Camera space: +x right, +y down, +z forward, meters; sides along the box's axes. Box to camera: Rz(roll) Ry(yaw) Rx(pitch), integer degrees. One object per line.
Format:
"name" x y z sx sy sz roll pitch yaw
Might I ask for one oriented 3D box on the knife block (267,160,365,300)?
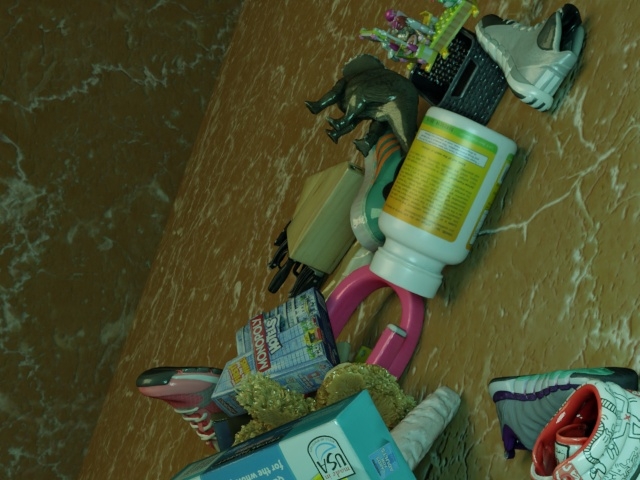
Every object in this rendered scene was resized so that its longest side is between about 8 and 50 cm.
"knife block" 0.000 0.000 2.057 0.276 0.088 0.242 -16 55 66

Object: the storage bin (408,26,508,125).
"storage bin" 0.217 -0.260 1.780 0.122 0.084 0.180 -62 21 14

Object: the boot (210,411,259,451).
"boot" -0.105 0.341 1.793 0.082 0.106 0.219 -108 11 -65

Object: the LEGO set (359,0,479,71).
"LEGO set" 0.149 -0.344 1.761 0.287 0.107 0.132 -25 46 63

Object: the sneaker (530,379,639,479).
"sneaker" 0.240 0.258 1.043 0.270 0.145 0.090 -67 19 2

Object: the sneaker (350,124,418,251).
"sneaker" 0.136 -0.113 1.827 0.121 0.108 0.302 -26 35 34

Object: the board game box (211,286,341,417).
"board game box" -0.075 0.173 1.730 0.194 0.060 0.194 -29 37 11

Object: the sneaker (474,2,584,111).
"sneaker" 0.304 -0.285 1.603 0.132 0.086 0.228 -52 34 25

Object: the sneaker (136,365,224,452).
"sneaker" -0.164 0.284 1.885 0.116 0.314 0.136 -7 71 47

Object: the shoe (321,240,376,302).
"shoe" 0.062 0.051 1.899 0.219 0.058 0.076 -54 -8 24

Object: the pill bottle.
"pill bottle" 0.163 -0.050 1.605 0.245 0.136 0.136 -65 19 4

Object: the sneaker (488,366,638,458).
"sneaker" 0.261 0.186 1.213 0.224 0.083 0.098 156 110 -66

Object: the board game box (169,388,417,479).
"board game box" 0.016 0.351 1.174 0.254 0.336 0.079 -28 3 31

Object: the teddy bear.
"teddy bear" -0.025 0.276 1.592 0.338 0.245 0.113 -61 10 25

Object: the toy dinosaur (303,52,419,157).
"toy dinosaur" 0.082 -0.220 1.812 0.160 0.121 0.313 -44 27 -7

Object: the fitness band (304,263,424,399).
"fitness band" 0.042 0.169 1.722 0.290 0.054 0.209 -58 32 2

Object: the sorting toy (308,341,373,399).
"sorting toy" 0.006 0.234 1.813 0.275 0.046 0.132 -17 52 47

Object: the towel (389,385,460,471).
"towel" 0.025 0.345 1.408 0.317 0.053 0.332 -55 -9 29
